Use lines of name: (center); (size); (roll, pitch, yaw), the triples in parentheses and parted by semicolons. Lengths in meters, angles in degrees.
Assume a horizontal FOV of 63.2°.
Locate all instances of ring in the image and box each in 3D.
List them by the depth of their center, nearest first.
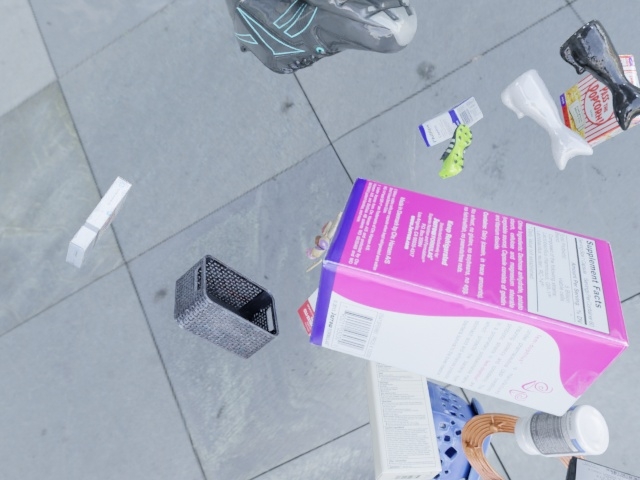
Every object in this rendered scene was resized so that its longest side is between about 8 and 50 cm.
ring: (0.506, 0.566, 1.292); (0.336, 0.337, 0.032); (33, 46, 18)

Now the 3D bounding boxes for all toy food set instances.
toy food set: (0.000, 0.000, 1.004); (0.019, 0.078, 0.122); (34, 53, -14)

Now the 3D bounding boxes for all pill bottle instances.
pill bottle: (0.405, 0.327, 0.885); (0.078, 0.137, 0.078); (12, 62, -25)

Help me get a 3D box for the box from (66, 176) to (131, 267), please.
box: (-0.505, -0.040, 1.182); (0.038, 0.145, 0.186); (32, 59, -16)

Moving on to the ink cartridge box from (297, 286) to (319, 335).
ink cartridge box: (0.091, 0.196, 1.688); (0.273, 0.197, 0.114); (-49, 46, 21)

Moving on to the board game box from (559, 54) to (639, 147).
board game box: (0.631, -0.302, 1.174); (0.045, 0.193, 0.147); (-5, 80, -12)

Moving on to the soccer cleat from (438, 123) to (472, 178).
soccer cleat: (0.354, -0.239, 1.377); (0.060, 0.072, 0.179); (37, 56, -20)

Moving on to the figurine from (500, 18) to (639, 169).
figurine: (0.500, -0.272, 1.012); (0.215, 0.092, 0.209); (-38, 83, 31)

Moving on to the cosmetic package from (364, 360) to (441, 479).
cosmetic package: (0.217, 0.482, 1.425); (0.160, 0.113, 0.310); (1, 54, -5)

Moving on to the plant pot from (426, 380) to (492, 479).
plant pot: (0.400, 0.607, 1.624); (0.212, 0.236, 0.236); (13, 98, 4)

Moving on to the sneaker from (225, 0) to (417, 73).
sneaker: (-0.008, -0.235, 0.569); (0.267, 0.101, 0.106); (33, 134, 35)

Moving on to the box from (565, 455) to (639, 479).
box: (0.363, 0.393, 0.486); (0.293, 0.073, 0.296); (12, 106, 29)

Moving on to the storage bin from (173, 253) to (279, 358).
storage bin: (-0.171, 0.124, 0.960); (0.084, 0.180, 0.122); (-40, 37, 20)

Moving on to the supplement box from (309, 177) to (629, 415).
supplement box: (0.115, 0.046, 0.438); (0.219, 0.111, 0.114); (16, 46, 7)

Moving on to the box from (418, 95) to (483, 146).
box: (0.377, -0.346, 1.514); (0.137, 0.126, 0.072); (-19, 104, 50)
